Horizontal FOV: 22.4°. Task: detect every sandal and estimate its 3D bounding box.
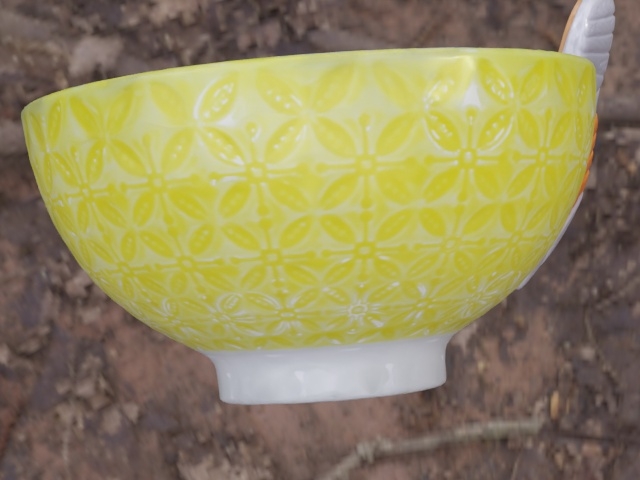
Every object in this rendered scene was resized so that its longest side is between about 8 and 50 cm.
[{"bbox_3d":[0.163,-0.084,1.229,0.076,0.265,0.102,23,43,20],"label":"sandal"}]

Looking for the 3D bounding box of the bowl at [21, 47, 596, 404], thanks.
[{"bbox_3d":[0.000,0.000,0.820,0.290,0.289,0.156,-5,90,4],"label":"bowl"}]
